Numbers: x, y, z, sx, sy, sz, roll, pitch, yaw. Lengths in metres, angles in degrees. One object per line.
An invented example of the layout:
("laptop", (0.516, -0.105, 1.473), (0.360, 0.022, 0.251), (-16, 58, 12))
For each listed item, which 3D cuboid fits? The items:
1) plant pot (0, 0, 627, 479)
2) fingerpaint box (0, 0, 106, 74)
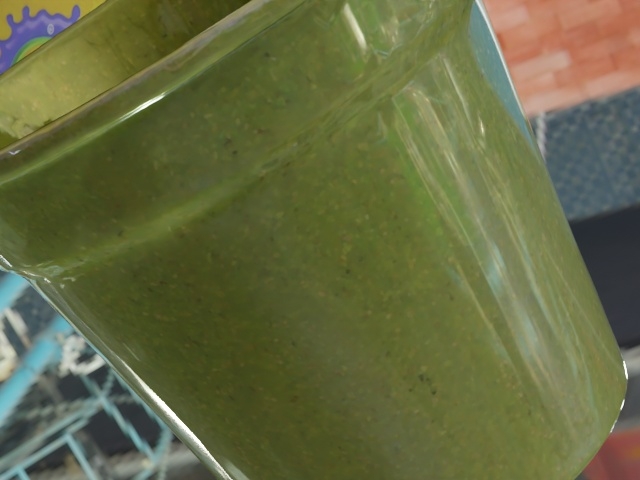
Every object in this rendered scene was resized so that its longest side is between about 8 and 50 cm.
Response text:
("plant pot", (0.000, 0.000, 0.677), (0.276, 0.254, 0.276), (-30, -162, 11))
("fingerpaint box", (-0.325, -0.206, 0.846), (0.371, 0.445, 0.163), (7, -131, 28))
